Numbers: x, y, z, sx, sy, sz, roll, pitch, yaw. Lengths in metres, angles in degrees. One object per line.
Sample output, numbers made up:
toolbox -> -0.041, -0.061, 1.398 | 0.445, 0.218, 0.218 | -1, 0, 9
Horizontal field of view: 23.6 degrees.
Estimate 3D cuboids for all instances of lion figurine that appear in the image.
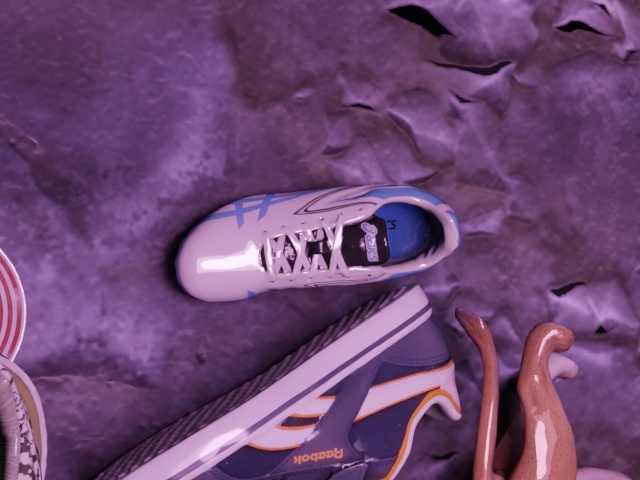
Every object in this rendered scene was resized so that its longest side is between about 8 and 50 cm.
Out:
lion figurine -> 0.235, 0.236, 1.285 | 0.392, 0.142, 0.240 | 28, 77, -16

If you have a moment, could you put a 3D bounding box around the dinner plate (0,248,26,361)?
dinner plate -> -0.288, 0.054, 1.126 | 0.141, 0.017, 0.141 | 1, 88, -23

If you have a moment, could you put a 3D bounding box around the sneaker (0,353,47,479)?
sneaker -> -0.242, 0.256, 1.006 | 0.158, 0.182, 0.410 | -2, 77, -19

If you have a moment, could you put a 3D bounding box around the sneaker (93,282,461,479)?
sneaker -> -0.022, 0.160, 1.179 | 0.321, 0.126, 0.127 | -29, 95, -22

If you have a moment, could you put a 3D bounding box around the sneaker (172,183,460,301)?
sneaker -> 0.000, 0.000, 1.212 | 0.237, 0.086, 0.085 | -10, 95, -21
